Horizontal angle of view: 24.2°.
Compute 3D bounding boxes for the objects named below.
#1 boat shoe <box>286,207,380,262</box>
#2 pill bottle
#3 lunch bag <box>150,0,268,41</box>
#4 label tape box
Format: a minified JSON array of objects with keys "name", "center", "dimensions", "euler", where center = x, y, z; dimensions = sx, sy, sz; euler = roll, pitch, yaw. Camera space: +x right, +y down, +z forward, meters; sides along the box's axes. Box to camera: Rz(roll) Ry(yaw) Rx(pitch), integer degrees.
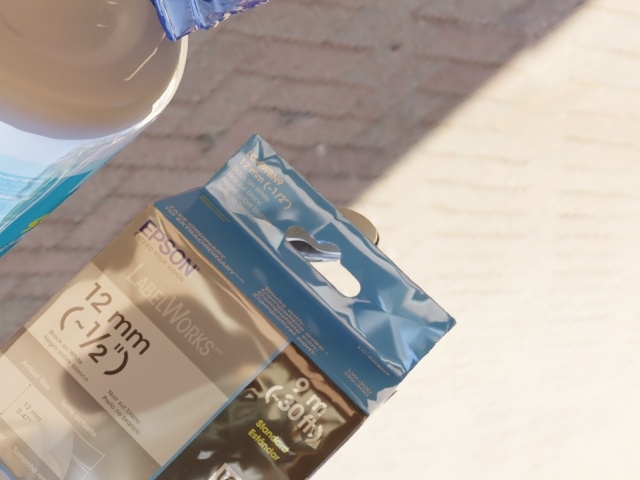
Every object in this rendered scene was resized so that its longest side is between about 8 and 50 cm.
[{"name":"boat shoe","center":[0.000,0.000,1.362],"dimensions":[0.137,0.049,0.043],"euler":[4,145,36]},{"name":"pill bottle","center":[-0.188,-0.055,0.696],"dimensions":[0.146,0.146,0.264],"euler":[-4,158,-43]},{"name":"lunch bag","center":[-0.052,-0.124,0.565],"dimensions":[0.065,0.067,0.098],"euler":[-25,157,-3]},{"name":"label tape box","center":[-0.091,0.102,1.221],"dimensions":[0.348,0.249,0.115],"euler":[-45,173,-5]}]
